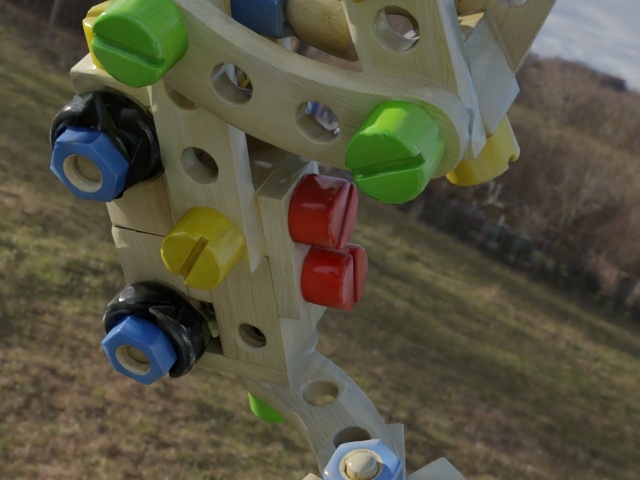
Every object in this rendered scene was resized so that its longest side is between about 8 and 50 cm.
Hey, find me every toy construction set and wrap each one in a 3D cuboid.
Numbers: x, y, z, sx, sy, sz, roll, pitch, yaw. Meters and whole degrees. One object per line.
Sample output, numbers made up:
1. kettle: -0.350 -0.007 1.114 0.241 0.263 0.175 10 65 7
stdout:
1. toy construction set: 0.000 0.000 0.459 0.215 0.327 0.151 11 26 22
